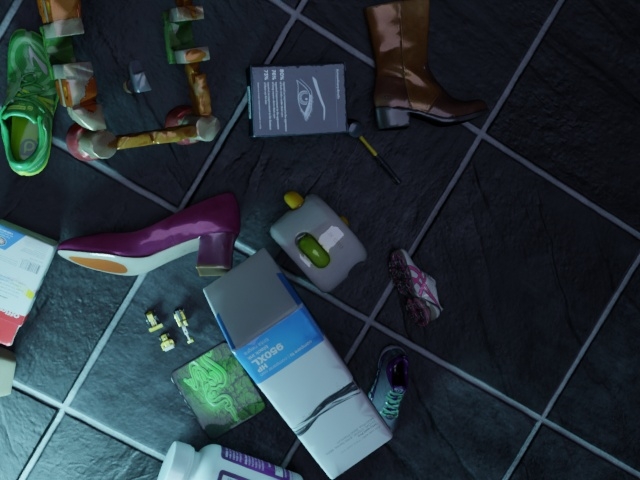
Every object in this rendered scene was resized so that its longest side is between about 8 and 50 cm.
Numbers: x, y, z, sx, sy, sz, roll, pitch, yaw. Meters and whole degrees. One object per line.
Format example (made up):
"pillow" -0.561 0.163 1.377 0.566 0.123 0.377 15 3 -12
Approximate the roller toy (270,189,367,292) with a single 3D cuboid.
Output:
"roller toy" 0.000 0.000 1.870 0.146 0.209 0.191 -42 137 -2

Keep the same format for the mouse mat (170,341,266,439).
"mouse mat" -0.228 0.340 1.967 0.153 0.007 0.189 -31 100 -5

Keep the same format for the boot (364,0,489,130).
"boot" 0.235 -0.391 1.930 0.264 0.096 0.280 -4 91 -2

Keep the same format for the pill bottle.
"pill bottle" -0.201 0.548 1.916 0.302 0.169 0.169 23 93 -12

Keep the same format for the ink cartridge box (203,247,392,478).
"ink cartridge box" -0.047 0.251 1.795 0.166 0.285 0.395 -35 119 -3

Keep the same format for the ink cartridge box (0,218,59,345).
"ink cartridge box" -0.657 0.087 1.823 0.134 0.078 0.231 24 93 -11

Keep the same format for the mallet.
"mallet" 0.119 -0.194 1.929 0.039 0.062 0.189 -43 102 -1

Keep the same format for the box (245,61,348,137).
"box" -0.051 -0.299 1.863 0.207 0.108 0.153 -3 97 -10

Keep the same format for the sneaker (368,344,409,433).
"sneaker" 0.156 0.354 1.987 0.083 0.098 0.223 5 96 -10

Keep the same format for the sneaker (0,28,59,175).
"sneaker" -0.586 -0.278 1.766 0.109 0.123 0.295 1 96 -10

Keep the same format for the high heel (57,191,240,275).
"high heel" -0.362 -0.023 1.868 0.377 0.127 0.181 4 69 -7

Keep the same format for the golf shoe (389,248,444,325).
"golf shoe" 0.218 0.098 1.990 0.086 0.067 0.186 -31 102 -32

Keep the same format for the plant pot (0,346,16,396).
"plant pot" -0.695 0.274 1.833 0.096 0.109 0.109 9 96 -24

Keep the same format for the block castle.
"block castle" -0.390 -0.392 1.737 0.303 0.213 0.453 -14 106 -25

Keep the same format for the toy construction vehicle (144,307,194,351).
"toy construction vehicle" -0.331 0.191 1.915 0.086 0.035 0.098 -21 100 -7
